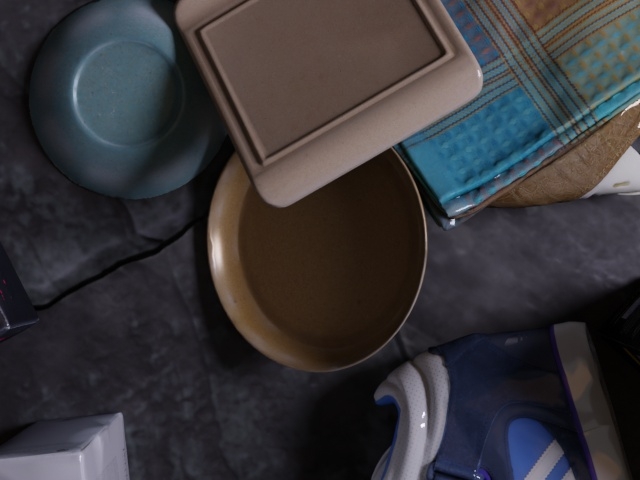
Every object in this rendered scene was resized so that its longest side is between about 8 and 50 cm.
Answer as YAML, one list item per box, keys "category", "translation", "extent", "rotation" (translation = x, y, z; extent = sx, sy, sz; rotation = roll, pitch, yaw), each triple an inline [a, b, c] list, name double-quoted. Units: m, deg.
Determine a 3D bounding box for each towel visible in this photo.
- category: "towel"
  translation: [0.193, -0.213, 1.498]
  extent: [0.370, 0.040, 0.271]
  rotation: [-34, 64, 2]

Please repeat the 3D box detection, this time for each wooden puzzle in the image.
- category: "wooden puzzle"
  translation: [0.004, -0.170, 1.492]
  extent: [0.221, 0.044, 0.239]
  rotation: [-30, 62, 6]

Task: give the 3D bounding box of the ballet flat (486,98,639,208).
- category: "ballet flat"
  translation: [0.291, -0.123, 1.531]
  extent: [0.342, 0.116, 0.124]
  rotation: [-46, 110, -3]

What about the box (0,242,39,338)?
- category: "box"
  translation: [-0.383, -0.012, 1.496]
  extent: [0.143, 0.165, 0.270]
  rotation: [-27, 90, 0]

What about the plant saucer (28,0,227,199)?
- category: "plant saucer"
  translation: [-0.178, -0.135, 1.558]
  extent: [0.194, 0.037, 0.195]
  rotation: [0, 91, 1]

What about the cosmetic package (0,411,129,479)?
- category: "cosmetic package"
  translation: [-0.209, 0.352, 1.438]
  extent: [0.097, 0.284, 0.377]
  rotation: [-6, 90, 2]

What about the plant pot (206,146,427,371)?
- category: "plant pot"
  translation: [0.000, 0.000, 1.512]
  extent: [0.236, 0.032, 0.236]
  rotation: [2, 93, 33]

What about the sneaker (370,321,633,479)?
- category: "sneaker"
  translation: [0.167, 0.243, 1.523]
  extent: [0.236, 0.130, 0.323]
  rotation: [-15, 95, 10]

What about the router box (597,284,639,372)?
- category: "router box"
  translation: [0.394, 0.162, 1.452]
  extent: [0.309, 0.243, 0.081]
  rotation: [43, 91, 0]
